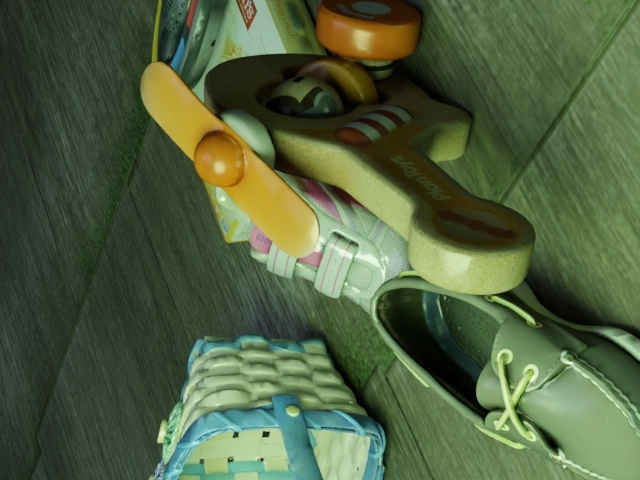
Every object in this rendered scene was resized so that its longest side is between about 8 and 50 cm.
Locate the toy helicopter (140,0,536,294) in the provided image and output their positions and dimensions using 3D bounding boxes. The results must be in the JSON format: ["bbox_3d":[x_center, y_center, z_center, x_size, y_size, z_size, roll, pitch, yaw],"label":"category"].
[{"bbox_3d":[0.020,-0.060,1.039,0.355,0.235,0.140,44,134,50],"label":"toy helicopter"}]

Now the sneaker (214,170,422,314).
[{"bbox_3d":[0.000,0.000,1.204,0.252,0.111,0.103,40,133,33],"label":"sneaker"}]

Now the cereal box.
[{"bbox_3d":[-0.065,-0.134,1.383,0.173,0.047,0.240,68,149,28],"label":"cereal box"}]

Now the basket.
[{"bbox_3d":[-0.048,0.244,1.280,0.289,0.201,0.254,-115,32,-49],"label":"basket"}]

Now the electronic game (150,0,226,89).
[{"bbox_3d":[-0.133,-0.246,1.424,0.229,0.048,0.229,-169,90,-73],"label":"electronic game"}]

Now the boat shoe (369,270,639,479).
[{"bbox_3d":[0.143,0.096,0.999,0.305,0.091,0.109,37,129,54],"label":"boat shoe"}]
